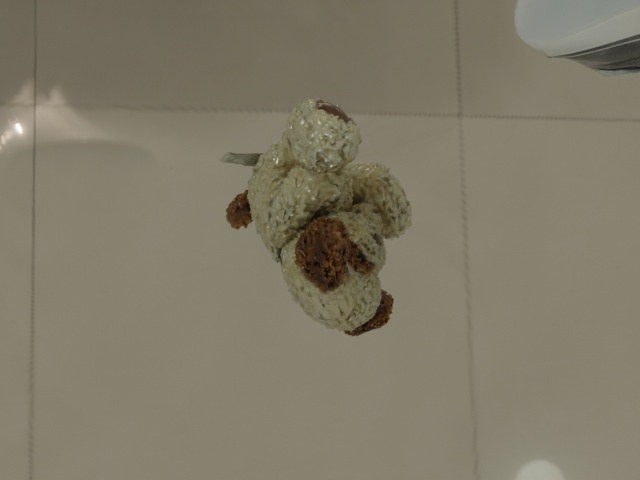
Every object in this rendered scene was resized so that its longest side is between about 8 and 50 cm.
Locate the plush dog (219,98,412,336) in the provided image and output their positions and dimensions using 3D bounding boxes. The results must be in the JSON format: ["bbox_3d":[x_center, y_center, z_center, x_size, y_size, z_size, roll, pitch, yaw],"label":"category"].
[{"bbox_3d":[0.000,0.000,1.317,0.210,0.262,0.225,-27,55,11],"label":"plush dog"}]

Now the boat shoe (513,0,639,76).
[{"bbox_3d":[0.270,-0.167,0.763,0.102,0.301,0.108,22,73,-32],"label":"boat shoe"}]
